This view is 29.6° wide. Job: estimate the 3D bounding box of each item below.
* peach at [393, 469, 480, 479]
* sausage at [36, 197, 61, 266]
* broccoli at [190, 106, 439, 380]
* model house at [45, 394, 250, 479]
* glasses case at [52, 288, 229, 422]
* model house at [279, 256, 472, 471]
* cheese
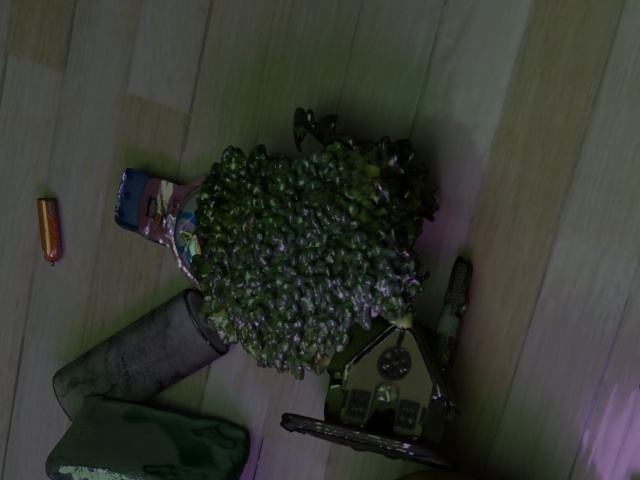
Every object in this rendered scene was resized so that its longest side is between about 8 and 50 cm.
[{"bbox_3d":[0.147,0.454,1.572,0.314,0.281,0.316,-9,128,-1],"label":"peach"},{"bbox_3d":[-0.416,-0.012,1.863,0.031,0.031,0.107,0,101,25],"label":"sausage"},{"bbox_3d":[-0.010,-0.004,1.538,0.334,0.272,0.324,-19,95,19],"label":"broccoli"},{"bbox_3d":[-0.260,0.431,1.796,0.267,0.194,0.325,11,115,6],"label":"model house"},{"bbox_3d":[-0.275,0.184,1.827,0.299,0.060,0.114,-31,94,27],"label":"glasses case"},{"bbox_3d":[0.096,0.148,1.611,0.218,0.205,0.279,9,76,21],"label":"model house"},{"bbox_3d":[-0.171,-0.018,1.725,0.286,0.074,0.189,23,109,19],"label":"cheese"}]
